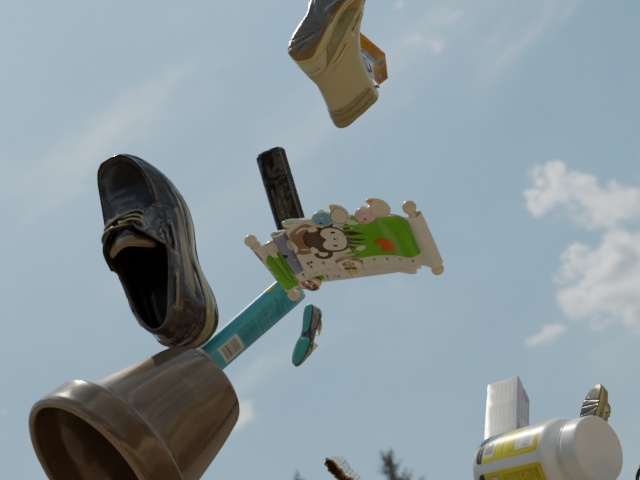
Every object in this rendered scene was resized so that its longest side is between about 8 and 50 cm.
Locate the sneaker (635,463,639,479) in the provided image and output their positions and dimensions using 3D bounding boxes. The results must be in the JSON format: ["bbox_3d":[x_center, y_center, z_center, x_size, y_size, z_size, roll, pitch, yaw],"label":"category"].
[{"bbox_3d":[0.476,0.387,1.493,0.078,0.234,0.106,-8,-41,25],"label":"sneaker"}]

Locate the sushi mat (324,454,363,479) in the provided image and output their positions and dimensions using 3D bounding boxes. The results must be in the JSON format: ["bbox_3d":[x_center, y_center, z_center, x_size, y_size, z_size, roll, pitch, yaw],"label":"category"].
[{"bbox_3d":[0.067,0.336,1.429,0.019,0.151,0.316,-47,-10,-6],"label":"sushi mat"}]

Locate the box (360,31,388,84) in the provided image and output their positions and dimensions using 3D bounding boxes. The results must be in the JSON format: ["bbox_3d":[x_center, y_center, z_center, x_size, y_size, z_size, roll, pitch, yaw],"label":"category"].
[{"bbox_3d":[0.077,-0.373,2.141,0.028,0.136,0.081,-40,-26,-13],"label":"box"}]

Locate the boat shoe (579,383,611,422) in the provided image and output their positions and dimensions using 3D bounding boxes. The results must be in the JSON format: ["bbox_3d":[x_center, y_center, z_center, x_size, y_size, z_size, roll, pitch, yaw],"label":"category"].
[{"bbox_3d":[0.515,0.344,2.038,0.048,0.153,0.056,21,-25,-15],"label":"boat shoe"}]

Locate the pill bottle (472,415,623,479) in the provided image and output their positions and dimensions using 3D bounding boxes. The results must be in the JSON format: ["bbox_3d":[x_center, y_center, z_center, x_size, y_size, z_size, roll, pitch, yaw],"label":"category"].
[{"bbox_3d":[0.335,0.330,1.623,0.119,0.119,0.208,1,-20,-36],"label":"pill bottle"}]

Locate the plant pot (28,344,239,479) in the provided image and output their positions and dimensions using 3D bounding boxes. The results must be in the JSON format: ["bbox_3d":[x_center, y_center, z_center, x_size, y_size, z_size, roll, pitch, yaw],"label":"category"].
[{"bbox_3d":[-0.241,0.271,1.550,0.229,0.263,0.263,-38,-11,-41],"label":"plant pot"}]

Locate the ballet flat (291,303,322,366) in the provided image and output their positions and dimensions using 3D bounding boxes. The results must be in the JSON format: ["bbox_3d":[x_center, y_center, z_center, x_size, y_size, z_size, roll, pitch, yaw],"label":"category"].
[{"bbox_3d":[-0.018,0.171,1.938,0.041,0.114,0.041,13,-13,3],"label":"ballet flat"}]

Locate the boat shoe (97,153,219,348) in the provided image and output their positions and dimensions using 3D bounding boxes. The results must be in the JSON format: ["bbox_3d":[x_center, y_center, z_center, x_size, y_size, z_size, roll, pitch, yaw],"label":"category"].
[{"bbox_3d":[-0.268,0.003,1.709,0.132,0.355,0.130,-33,-23,11],"label":"boat shoe"}]

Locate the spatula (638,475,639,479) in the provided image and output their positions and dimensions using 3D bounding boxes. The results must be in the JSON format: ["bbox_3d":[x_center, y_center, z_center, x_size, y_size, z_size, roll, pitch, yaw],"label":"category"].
[{"bbox_3d":[0.265,0.137,0.856,0.019,0.242,0.168,15,-4,21],"label":"spatula"}]

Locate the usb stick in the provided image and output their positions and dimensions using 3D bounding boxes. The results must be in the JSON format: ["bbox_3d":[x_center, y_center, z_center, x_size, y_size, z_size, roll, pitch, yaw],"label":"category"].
[{"bbox_3d":[-0.080,-0.081,2.519,0.077,0.278,0.045,-20,-10,20],"label":"usb stick"}]

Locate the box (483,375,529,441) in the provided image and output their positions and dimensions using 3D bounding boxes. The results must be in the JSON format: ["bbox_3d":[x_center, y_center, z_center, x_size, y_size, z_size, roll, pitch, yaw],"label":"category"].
[{"bbox_3d":[0.324,0.357,1.907,0.067,0.324,0.063,-20,-68,19],"label":"box"}]

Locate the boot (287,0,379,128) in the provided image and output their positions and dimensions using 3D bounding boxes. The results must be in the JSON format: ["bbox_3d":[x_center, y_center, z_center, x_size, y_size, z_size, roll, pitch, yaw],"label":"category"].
[{"bbox_3d":[0.054,-0.361,2.041,0.095,0.262,0.203,1,-39,36],"label":"boot"}]

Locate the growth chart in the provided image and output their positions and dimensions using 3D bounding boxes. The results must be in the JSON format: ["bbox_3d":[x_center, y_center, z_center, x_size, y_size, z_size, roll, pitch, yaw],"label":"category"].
[{"bbox_3d":[0.028,0.011,1.301,0.237,0.021,0.172,-10,-35,26],"label":"growth chart"}]

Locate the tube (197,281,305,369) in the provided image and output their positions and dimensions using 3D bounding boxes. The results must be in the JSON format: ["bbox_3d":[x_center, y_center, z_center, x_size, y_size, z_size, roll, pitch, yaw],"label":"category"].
[{"bbox_3d":[-0.103,0.126,1.749,0.207,0.052,0.080,-40,-33,-23],"label":"tube"}]
